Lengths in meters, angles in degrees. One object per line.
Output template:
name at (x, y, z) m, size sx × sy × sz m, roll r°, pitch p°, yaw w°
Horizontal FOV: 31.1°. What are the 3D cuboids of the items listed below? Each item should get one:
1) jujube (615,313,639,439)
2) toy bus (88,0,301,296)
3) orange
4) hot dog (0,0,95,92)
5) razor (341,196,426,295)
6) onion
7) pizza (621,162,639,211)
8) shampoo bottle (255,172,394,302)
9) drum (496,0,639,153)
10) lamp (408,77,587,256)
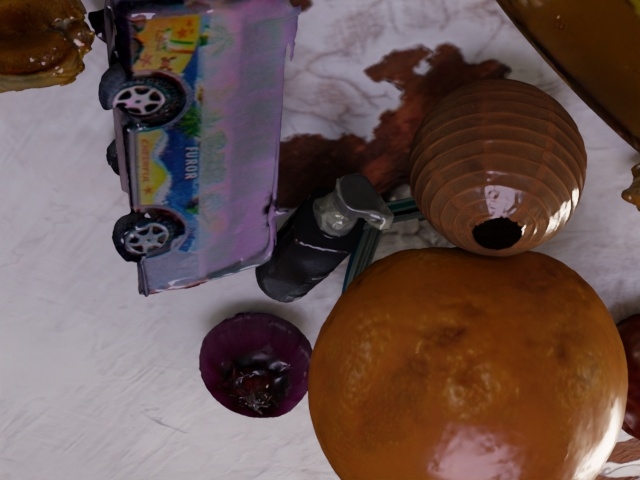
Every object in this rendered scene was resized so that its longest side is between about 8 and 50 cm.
jujube at (0.380, 0.154, 1.131) m, size 0.230 × 0.155 × 0.155 m, roll 19°, pitch 140°, yaw -14°
toy bus at (-0.093, -0.088, 0.843) m, size 0.137 × 0.112 × 0.317 m, roll -6°, pitch 145°, yaw -9°
orange at (0.120, 0.119, 0.952) m, size 0.261 × 0.261 × 0.261 m, roll 0°, pitch 143°, yaw 0°
hot dog at (-0.220, -0.134, 0.778) m, size 0.165 × 0.071 × 0.045 m, roll 0°, pitch 171°, yaw 32°
razor at (0.041, 0.022, 1.039) m, size 0.068 × 0.037 × 0.191 m, roll -11°, pitch 147°, yaw -21°
onion at (-0.063, 0.126, 1.127) m, size 0.115 × 0.104 × 0.115 m, roll -1°, pitch 126°, yaw -1°
pizza at (0.323, -0.050, 0.934) m, size 0.161 × 0.063 × 0.182 m, roll -8°, pitch 148°, yaw -1°
shampoo bottle at (0.000, -0.001, 0.944) m, size 0.063 × 0.057 × 0.208 m, roll 24°, pitch 156°, yaw -9°
drum at (0.249, -0.190, 0.448) m, size 0.431 × 0.431 × 0.214 m, roll 15°, pitch 140°, yaw -20°
lamp at (0.132, -0.054, 0.864) m, size 0.136 × 0.136 × 0.136 m, roll 0°, pitch 143°, yaw 0°
